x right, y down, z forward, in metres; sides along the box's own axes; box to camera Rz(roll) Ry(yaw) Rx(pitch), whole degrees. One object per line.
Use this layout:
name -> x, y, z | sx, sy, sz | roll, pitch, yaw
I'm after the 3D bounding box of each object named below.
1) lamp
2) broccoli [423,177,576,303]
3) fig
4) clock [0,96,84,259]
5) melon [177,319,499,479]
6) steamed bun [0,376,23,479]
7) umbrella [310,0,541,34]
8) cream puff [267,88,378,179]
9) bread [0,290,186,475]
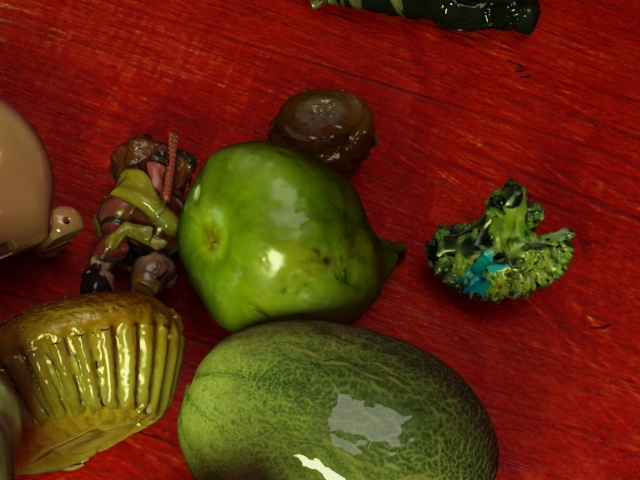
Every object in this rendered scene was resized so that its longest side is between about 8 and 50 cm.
lamp -> -0.208, -0.006, 1.351 | 0.118, 0.118, 0.253 | 9, 49, -8
broccoli -> 0.220, -0.001, 1.436 | 0.167, 0.160, 0.154 | 23, 51, 26
fig -> -0.004, 0.010, 1.323 | 0.314, 0.233, 0.233 | 11, 52, -22
clock -> -0.406, -0.072, 1.286 | 0.227, 0.142, 0.241 | -24, 87, -29
melon -> 0.017, 0.208, 1.180 | 0.329, 0.249, 0.249 | 21, 52, 7
steamed bun -> -0.402, 0.177, 1.010 | 0.310, 0.324, 0.219 | 50, 34, -10
umbrella -> 0.154, -0.371, 1.719 | 0.357, 0.106, 0.113 | 9, 50, -8
cream puff -> 0.000, -0.128, 1.503 | 0.144, 0.103, 0.126 | -26, 52, -29
bread -> -0.246, 0.137, 1.171 | 0.239, 0.240, 0.139 | -11, 69, -21
